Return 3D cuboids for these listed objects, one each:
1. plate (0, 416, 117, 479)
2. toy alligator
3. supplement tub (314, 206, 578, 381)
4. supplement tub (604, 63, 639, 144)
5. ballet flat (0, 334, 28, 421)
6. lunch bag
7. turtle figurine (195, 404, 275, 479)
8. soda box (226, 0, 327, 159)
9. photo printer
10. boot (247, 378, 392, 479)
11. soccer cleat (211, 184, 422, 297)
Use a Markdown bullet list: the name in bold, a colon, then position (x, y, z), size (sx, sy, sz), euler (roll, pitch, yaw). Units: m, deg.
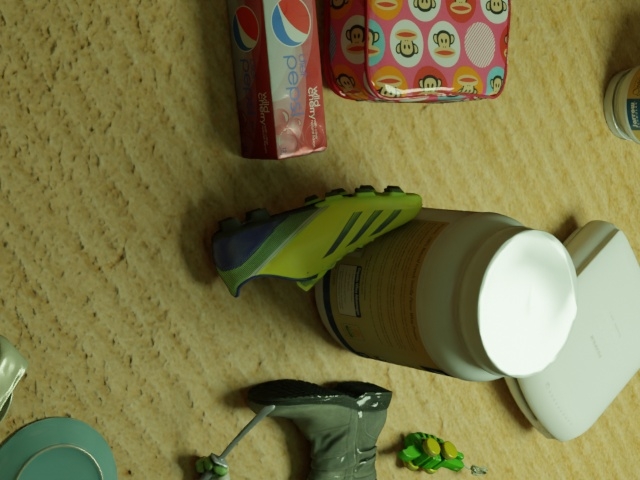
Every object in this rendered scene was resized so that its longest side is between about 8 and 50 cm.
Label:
- **plate**: position (-0.325, 0.310, 1.592), size (0.188, 0.024, 0.188), euler (-4, 96, -39)
- **toy alligator**: position (0.183, 0.324, 1.991), size (0.189, 0.056, 0.051), euler (18, 43, -39)
- **supplement tub**: position (0.169, 0.069, 1.780), size (0.228, 0.316, 0.228), euler (-5, 98, -38)
- **supplement tub**: position (0.589, -0.227, 2.165), size (0.144, 0.199, 0.144), euler (-4, 96, -39)
- **ballet flat**: position (-0.410, 0.226, 1.486), size (0.086, 0.086, 0.248), euler (37, 70, -35)
- **lunch bag**: position (0.141, -0.324, 1.844), size (0.293, 0.120, 0.258), euler (-3, 96, -38)
- **turtle figurine**: position (-0.123, 0.363, 1.657), size (0.266, 0.275, 0.198), euler (-26, 76, -30)
- **soda box**: position (-0.059, -0.241, 1.714), size (0.092, 0.083, 0.263), euler (-13, 102, -38)
- **photo printer**: position (0.415, 0.155, 2.123), size (0.307, 0.107, 0.256), euler (-42, 119, -28)
- **boot**: position (-0.001, 0.282, 1.820), size (0.246, 0.083, 0.161), euler (7, 96, -38)
- **soccer cleat**: position (-0.001, 0.000, 1.727), size (0.289, 0.093, 0.121), euler (-14, 94, -8)
